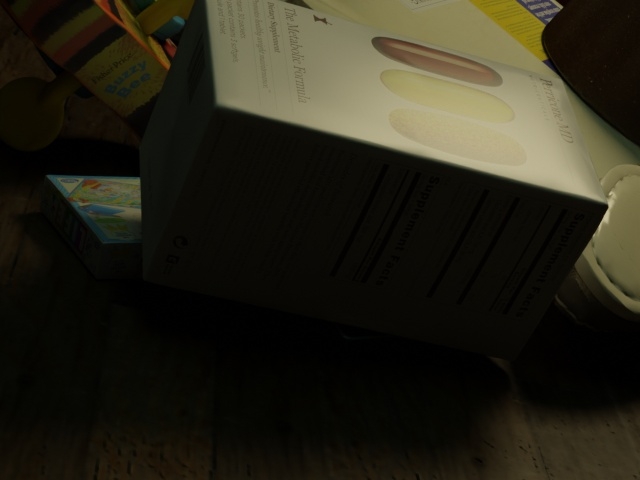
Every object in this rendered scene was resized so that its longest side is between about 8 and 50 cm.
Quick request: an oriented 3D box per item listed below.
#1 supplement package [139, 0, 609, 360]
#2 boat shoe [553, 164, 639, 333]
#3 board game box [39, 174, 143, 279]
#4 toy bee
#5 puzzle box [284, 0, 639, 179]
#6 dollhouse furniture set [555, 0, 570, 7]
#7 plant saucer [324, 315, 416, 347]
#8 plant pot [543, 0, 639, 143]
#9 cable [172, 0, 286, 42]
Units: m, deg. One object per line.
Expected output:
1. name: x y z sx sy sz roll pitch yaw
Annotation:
1. supplement package: 0.026 -0.040 0.987 0.244 0.134 0.139 13 37 -18
2. boat shoe: 0.225 0.002 1.148 0.116 0.097 0.324 57 33 1
3. board game box: -0.094 -0.010 1.071 0.154 0.026 0.103 0 25 -31
4. toy bee: -0.123 -0.129 1.172 0.298 0.195 0.162 5 45 -49
5. puzzle box: 0.158 -0.127 1.367 0.272 0.052 0.409 42 29 14
6. dollhouse furniture set: 0.214 -0.310 1.889 0.374 0.152 0.201 7 17 29
7. plant saucer: 0.000 0.000 1.053 0.067 0.018 0.192 -1 42 -33
8. plant pot: 0.344 -0.208 1.393 0.215 0.230 0.215 26 30 -17
9. cable: -0.070 -0.254 1.565 0.257 0.089 0.257 18 33 8
